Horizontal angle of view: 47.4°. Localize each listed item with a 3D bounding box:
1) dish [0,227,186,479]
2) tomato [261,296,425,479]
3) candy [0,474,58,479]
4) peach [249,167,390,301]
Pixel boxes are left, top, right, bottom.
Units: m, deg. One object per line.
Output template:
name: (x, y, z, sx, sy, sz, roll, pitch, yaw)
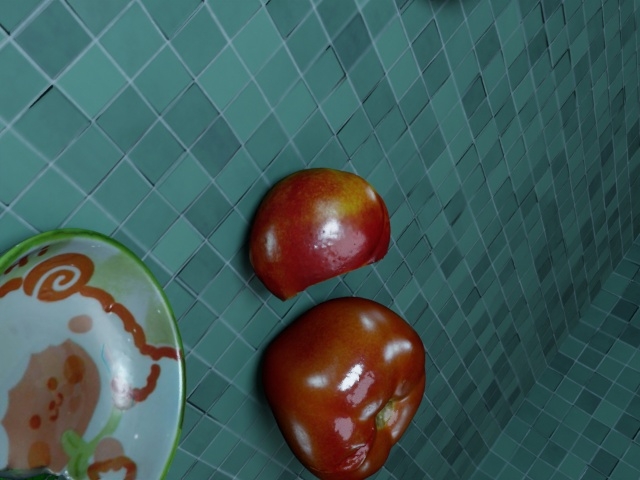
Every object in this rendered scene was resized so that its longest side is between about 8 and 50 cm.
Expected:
dish: (-0.289, 0.155, 0.774, 0.324, 0.124, 0.324, 28, 58, -58)
tomato: (0.033, 0.225, 1.163, 0.298, 0.226, 0.299, -26, 126, -43)
candy: (-0.355, 0.251, 0.852, 0.141, 0.078, 0.203, -18, 131, -44)
peach: (0.000, 0.000, 1.004, 0.190, 0.190, 0.193, 28, 73, -54)
